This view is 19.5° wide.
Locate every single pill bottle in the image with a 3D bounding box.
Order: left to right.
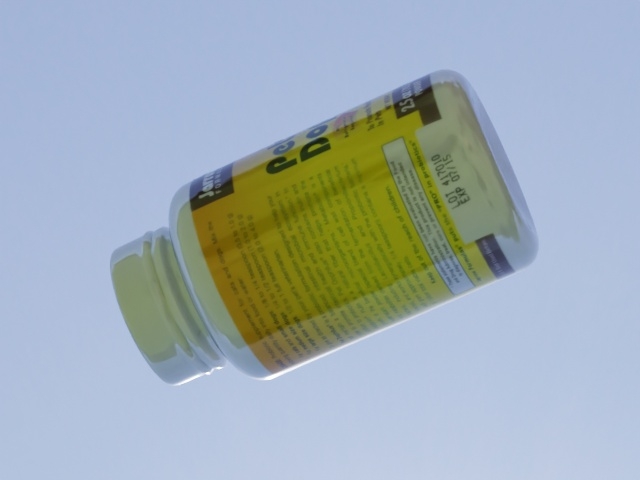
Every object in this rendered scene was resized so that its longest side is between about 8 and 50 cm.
[{"bbox_3d":[0.000,0.000,1.004,0.215,0.117,0.117,-24,-114,10],"label":"pill bottle"}]
